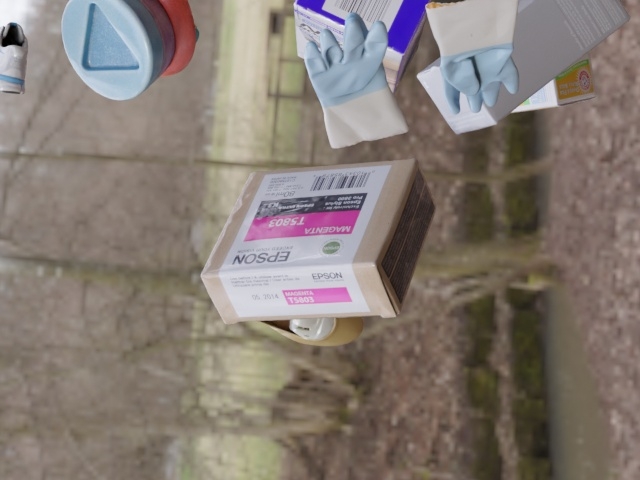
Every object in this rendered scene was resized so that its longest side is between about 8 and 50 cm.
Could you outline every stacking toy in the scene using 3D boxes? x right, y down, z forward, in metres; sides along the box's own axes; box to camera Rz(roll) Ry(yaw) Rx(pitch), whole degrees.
[{"bbox_3d":[-0.230,-0.316,1.572,0.130,0.279,0.309,-37,-9,-45],"label":"stacking toy"}]

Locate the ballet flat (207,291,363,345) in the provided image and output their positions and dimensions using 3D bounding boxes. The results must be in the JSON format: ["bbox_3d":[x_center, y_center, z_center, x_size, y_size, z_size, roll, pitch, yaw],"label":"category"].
[{"bbox_3d":[-0.053,0.102,2.048,0.073,0.232,0.080,-81,8,-81],"label":"ballet flat"}]

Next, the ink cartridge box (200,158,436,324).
[{"bbox_3d":[0.000,0.000,1.736,0.193,0.235,0.088,-67,-36,-43],"label":"ink cartridge box"}]

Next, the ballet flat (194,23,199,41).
[{"bbox_3d":[-0.295,-0.350,2.469,0.231,0.077,0.077,-30,-29,-56],"label":"ballet flat"}]

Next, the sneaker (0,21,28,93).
[{"bbox_3d":[-0.451,-0.280,2.077,0.190,0.071,0.082,47,121,51],"label":"sneaker"}]

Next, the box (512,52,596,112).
[{"bbox_3d":[0.295,-0.283,2.011,0.114,0.103,0.203,-6,97,43],"label":"box"}]

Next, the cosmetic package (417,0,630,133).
[{"bbox_3d":[0.252,-0.241,1.812,0.107,0.238,0.127,52,166,-10],"label":"cosmetic package"}]

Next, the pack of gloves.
[{"bbox_3d":[0.087,-0.172,1.350,0.232,0.195,0.046,69,-172,-68],"label":"pack of gloves"}]

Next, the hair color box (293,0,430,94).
[{"bbox_3d":[0.062,-0.337,2.308,0.339,0.185,0.110,77,-141,-85],"label":"hair color box"}]
